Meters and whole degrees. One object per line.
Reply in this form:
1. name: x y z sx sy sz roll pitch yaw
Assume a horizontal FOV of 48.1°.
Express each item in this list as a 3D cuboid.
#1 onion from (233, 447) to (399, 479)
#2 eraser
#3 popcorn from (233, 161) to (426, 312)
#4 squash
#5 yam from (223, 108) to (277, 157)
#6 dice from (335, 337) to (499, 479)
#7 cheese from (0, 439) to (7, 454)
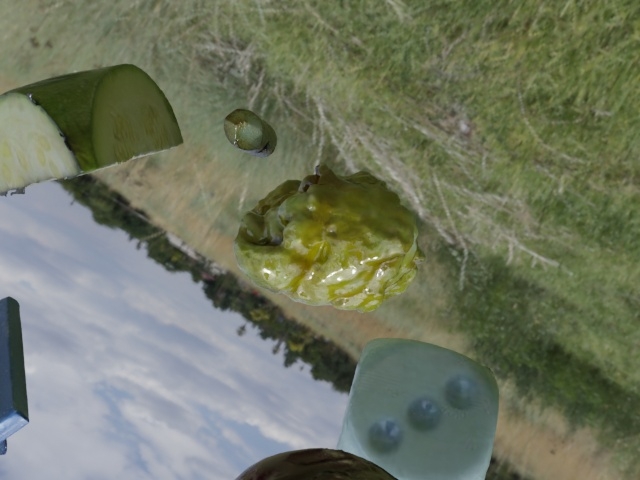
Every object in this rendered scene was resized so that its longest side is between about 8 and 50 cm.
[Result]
1. onion: -0.006 0.354 0.670 0.260 0.281 0.337 32 151 50
2. eraser: -0.597 0.236 1.276 0.043 0.144 0.312 56 -179 -43
3. popcorn: 0.008 0.011 1.281 0.294 0.292 0.334 55 174 6
4. squash: -0.220 -0.142 0.808 0.203 0.111 0.288 -6 -166 41
5. yam: -0.121 -0.186 1.266 0.069 0.070 0.146 31 -176 10
6. dice: 0.175 0.352 1.358 0.267 0.263 0.265 16 156 5
7. cheese: -0.748 0.360 1.600 0.156 0.250 0.064 -1 -175 2
